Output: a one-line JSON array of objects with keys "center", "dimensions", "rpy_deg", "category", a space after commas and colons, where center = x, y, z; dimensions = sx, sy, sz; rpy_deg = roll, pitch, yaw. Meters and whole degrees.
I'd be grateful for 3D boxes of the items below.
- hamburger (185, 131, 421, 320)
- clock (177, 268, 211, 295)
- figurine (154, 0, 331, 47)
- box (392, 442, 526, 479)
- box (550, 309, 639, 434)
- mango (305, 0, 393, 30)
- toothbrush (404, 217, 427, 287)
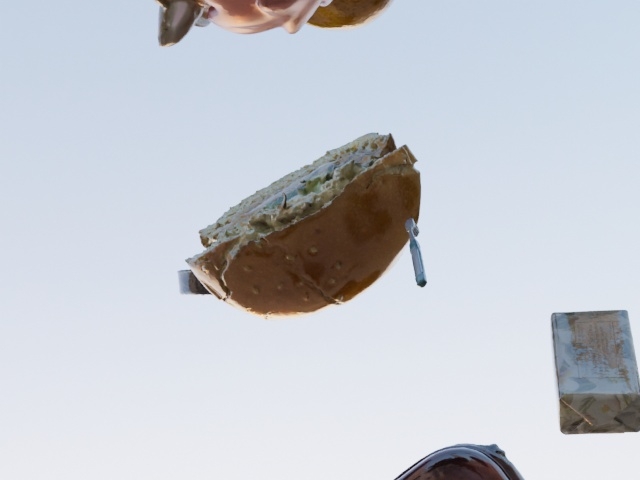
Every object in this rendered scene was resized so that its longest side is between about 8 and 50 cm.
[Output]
[{"center": [0.000, 0.000, 1.070], "dimensions": [0.282, 0.144, 0.157], "rpy_deg": [-27, -77, 17], "category": "hamburger"}, {"center": [-0.124, 0.064, 1.436], "dimensions": [0.184, 0.184, 0.040], "rpy_deg": [1, -95, -31], "category": "clock"}, {"center": [-0.089, -0.224, 0.724], "dimensions": [0.207, 0.386, 0.166], "rpy_deg": [24, -95, -61], "category": "figurine"}, {"center": [0.220, 0.467, 1.229], "dimensions": [0.263, 0.404, 0.108], "rpy_deg": [-37, -28, 5], "category": "box"}, {"center": [0.204, 0.097, 0.708], "dimensions": [0.062, 0.098, 0.045], "rpy_deg": [-4, -52, 11], "category": "box"}, {"center": [0.002, -0.274, 0.962], "dimensions": [0.165, 0.089, 0.115], "rpy_deg": [15, -81, -20], "category": "mango"}, {"center": [0.092, 0.011, 0.903], "dimensions": [0.011, 0.167, 0.014], "rpy_deg": [-40, -76, 14], "category": "toothbrush"}]
